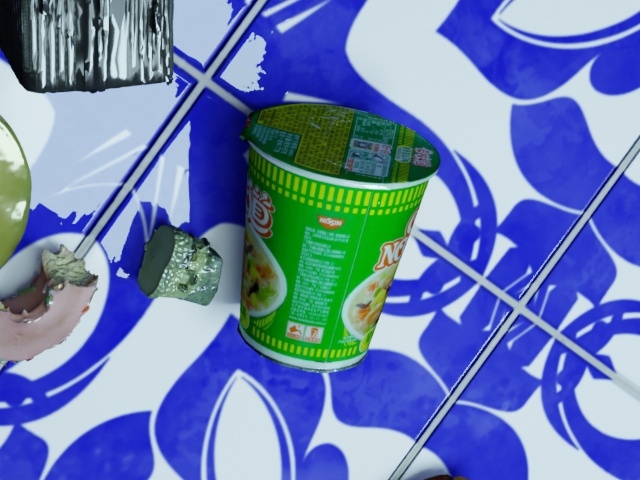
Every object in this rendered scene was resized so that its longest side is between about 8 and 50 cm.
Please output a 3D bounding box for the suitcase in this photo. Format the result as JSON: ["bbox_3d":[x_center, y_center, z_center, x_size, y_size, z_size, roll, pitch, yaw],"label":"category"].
[{"bbox_3d":[-0.223,-0.315,1.629,0.152,0.229,0.335,-3,112,-16],"label":"suitcase"}]

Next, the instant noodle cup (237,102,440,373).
[{"bbox_3d":[0.000,0.000,1.892,0.207,0.207,0.232,-1,119,-25],"label":"instant noodle cup"}]

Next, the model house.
[{"bbox_3d":[-0.137,0.028,1.896,0.083,0.066,0.078,17,103,-31],"label":"model house"}]

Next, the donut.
[{"bbox_3d":[-0.307,0.071,1.820,0.166,0.065,0.117,-4,128,-40],"label":"donut"}]

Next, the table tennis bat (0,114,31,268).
[{"bbox_3d":[-0.382,-0.101,1.743,0.224,0.054,0.368,-2,114,-26],"label":"table tennis bat"}]

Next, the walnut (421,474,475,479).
[{"bbox_3d":[0.113,0.340,2.108,0.207,0.116,0.116,-34,120,-4],"label":"walnut"}]
